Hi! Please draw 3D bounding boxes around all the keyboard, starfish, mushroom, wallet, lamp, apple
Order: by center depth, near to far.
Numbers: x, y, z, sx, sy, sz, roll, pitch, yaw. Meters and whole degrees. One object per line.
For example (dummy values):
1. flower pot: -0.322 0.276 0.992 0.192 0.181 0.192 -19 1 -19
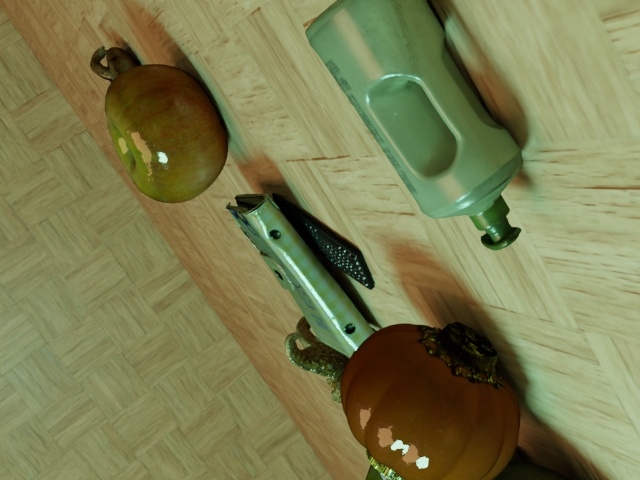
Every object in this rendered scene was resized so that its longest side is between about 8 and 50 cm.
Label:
1. lamp: 0.131 0.194 0.935 0.223 0.196 0.223 26 -165 -8
2. keyboard: 0.000 0.000 1.238 0.250 0.017 0.087 36 157 47
3. apple: -0.252 -0.182 1.304 0.210 0.173 0.234 51 157 30
4. wallet: -0.038 0.052 1.316 0.309 0.077 0.223 53 171 -16
5. starfish: 0.047 0.267 1.535 0.312 0.113 0.303 49 170 -22
6. mushroom: -0.403 -0.334 1.586 0.170 0.080 0.135 49 152 17

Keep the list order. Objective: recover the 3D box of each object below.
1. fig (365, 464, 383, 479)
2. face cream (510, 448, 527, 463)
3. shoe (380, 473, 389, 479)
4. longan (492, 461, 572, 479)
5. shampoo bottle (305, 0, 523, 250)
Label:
1. fig: 0.157 0.540 1.686 0.127 0.184 0.133 18 147 15
2. face cream: 0.318 0.417 1.107 0.283 0.073 0.073 55 165 -8
3. shoe: 0.139 0.385 1.386 0.095 0.137 0.245 10 138 11
4. longan: 0.247 0.381 0.954 0.246 0.215 0.246 10 143 8
5. shampoo bottle: 0.088 -0.093 0.622 0.234 0.087 0.118 55 166 -9
